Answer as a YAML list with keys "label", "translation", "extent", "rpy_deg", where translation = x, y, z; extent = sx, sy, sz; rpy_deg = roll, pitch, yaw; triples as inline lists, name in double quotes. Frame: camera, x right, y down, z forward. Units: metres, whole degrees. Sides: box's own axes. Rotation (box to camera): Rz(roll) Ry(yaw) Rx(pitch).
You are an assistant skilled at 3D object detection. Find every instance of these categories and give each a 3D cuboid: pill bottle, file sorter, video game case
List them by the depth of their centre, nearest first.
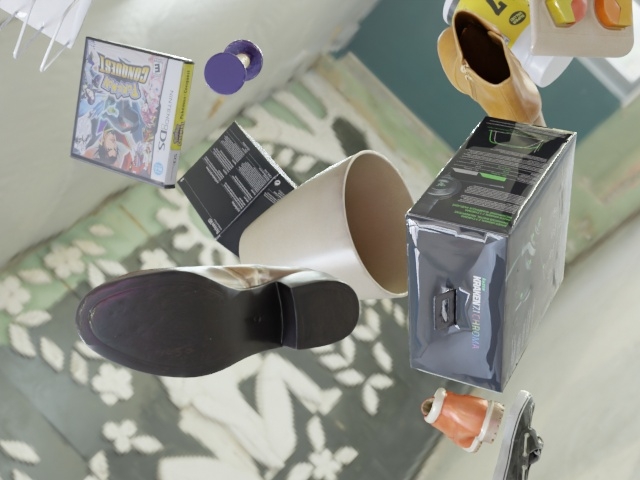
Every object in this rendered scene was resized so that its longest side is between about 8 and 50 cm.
- label: "pill bottle"
  translation: [0.314, -0.352, 1.644]
  extent: [0.119, 0.208, 0.119]
  rpy_deg: [-41, -21, -19]
- label: "video game case"
  translation: [-0.374, -0.253, 1.956]
  extent: [0.035, 0.275, 0.248]
  rpy_deg: [-8, -68, -55]
- label: "file sorter"
  translation: [-0.641, -0.510, 2.088]
  extent: [0.193, 0.277, 0.173]
  rpy_deg: [-52, 12, 40]

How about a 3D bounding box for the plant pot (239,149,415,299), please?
- label: "plant pot"
  translation: [0.000, 0.000, 1.760]
  extent: [0.274, 0.256, 0.256]
  rpy_deg: [-15, 15, 32]

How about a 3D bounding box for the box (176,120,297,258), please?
- label: "box"
  translation: [-0.167, -0.103, 2.054]
  extent: [0.184, 0.103, 0.261]
  rpy_deg: [-44, 39, 4]

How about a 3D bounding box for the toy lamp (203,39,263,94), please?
- label: "toy lamp"
  translation: [-0.149, -0.309, 1.759]
  extent: [0.080, 0.080, 0.275]
  rpy_deg: [-45, 7, 14]

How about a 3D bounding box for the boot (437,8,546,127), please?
- label: "boot"
  translation: [0.233, -0.278, 1.469]
  extent: [0.104, 0.295, 0.211]
  rpy_deg: [-34, -37, 7]

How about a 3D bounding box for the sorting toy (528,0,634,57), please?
- label: "sorting toy"
  translation: [0.349, -0.348, 1.318]
  extent: [0.193, 0.208, 0.038]
  rpy_deg: [-5, 7, -33]

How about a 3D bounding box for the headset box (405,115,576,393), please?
- label: "headset box"
  translation: [0.218, 0.018, 1.285]
  extent: [0.283, 0.131, 0.246]
  rpy_deg: [-49, -36, -44]

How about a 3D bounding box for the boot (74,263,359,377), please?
- label: "boot"
  translation: [-0.136, 0.051, 0.982]
  extent: [0.264, 0.096, 0.280]
  rpy_deg: [-10, 10, -26]

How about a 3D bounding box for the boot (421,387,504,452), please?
- label: "boot"
  translation: [0.156, 0.202, 1.151]
  extent: [0.158, 0.084, 0.059]
  rpy_deg: [91, -164, -71]

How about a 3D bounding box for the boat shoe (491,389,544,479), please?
- label: "boat shoe"
  translation: [0.360, 0.372, 1.781]
  extent: [0.078, 0.070, 0.219]
  rpy_deg: [68, -143, -52]
